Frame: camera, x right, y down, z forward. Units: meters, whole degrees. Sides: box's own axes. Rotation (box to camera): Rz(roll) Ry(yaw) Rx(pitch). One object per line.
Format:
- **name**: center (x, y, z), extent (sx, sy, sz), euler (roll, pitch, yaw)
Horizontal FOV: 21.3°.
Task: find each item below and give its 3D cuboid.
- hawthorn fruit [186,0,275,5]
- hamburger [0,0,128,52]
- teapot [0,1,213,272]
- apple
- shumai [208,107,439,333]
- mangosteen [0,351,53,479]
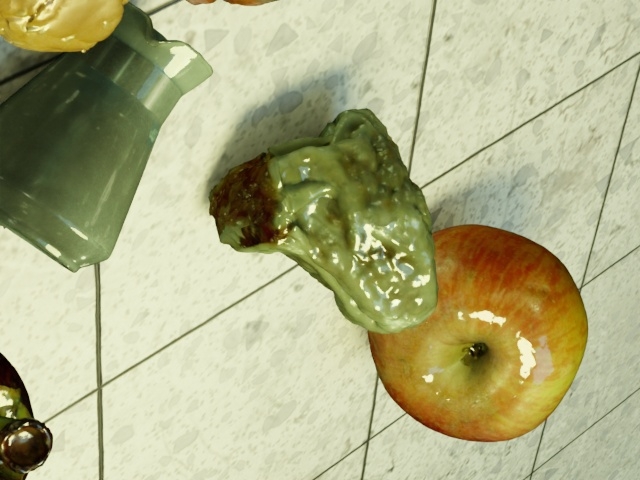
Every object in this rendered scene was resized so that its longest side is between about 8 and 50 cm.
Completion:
- **hawthorn fruit**: center (-0.083, -0.291, 1.492), extent (0.173, 0.173, 0.173), euler (-35, 148, -27)
- **hamburger**: center (-0.220, -0.283, 1.321), extent (0.245, 0.155, 0.282), euler (-42, 146, -4)
- **teapot**: center (-0.214, -0.099, 1.544), extent (0.225, 0.171, 0.203), euler (-55, -176, -8)
- **apple**: center (0.213, 0.118, 2.277), extent (0.301, 0.301, 0.301), euler (-35, 148, -27)
- **shumai**: center (0.000, 0.000, 1.899), extent (0.222, 0.225, 0.260), euler (-27, 105, -20)
- **mangosteen**: center (-0.339, 0.188, 1.544), extent (0.231, 0.289, 0.231), euler (-8, 101, -52)
